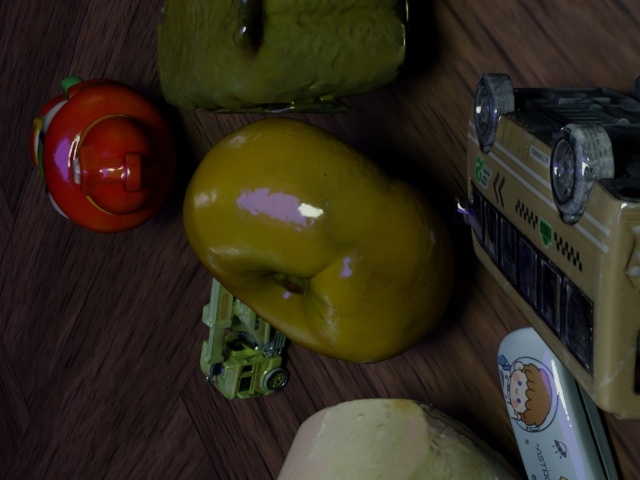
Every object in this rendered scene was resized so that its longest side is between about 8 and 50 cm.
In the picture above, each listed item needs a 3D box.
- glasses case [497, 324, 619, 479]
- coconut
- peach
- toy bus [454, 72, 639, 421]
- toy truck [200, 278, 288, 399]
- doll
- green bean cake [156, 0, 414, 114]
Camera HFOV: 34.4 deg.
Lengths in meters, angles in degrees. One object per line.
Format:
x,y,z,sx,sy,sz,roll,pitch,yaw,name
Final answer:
0.189,0.154,0.818,0.067,0.045,0.178,-26,76,51,glasses case
0.063,0.242,0.869,0.241,0.241,0.241,16,110,51,coconut
0.000,0.000,0.889,0.251,0.153,0.251,23,151,13,peach
0.181,-0.011,0.634,0.289,0.139,0.157,-115,25,-70,toy bus
-0.084,0.092,1.120,0.077,0.100,0.169,41,128,42,toy truck
-0.255,-0.100,1.237,0.363,0.160,0.182,-150,60,-68,doll
-0.031,-0.266,0.912,0.285,0.202,0.310,-161,68,-63,green bean cake
